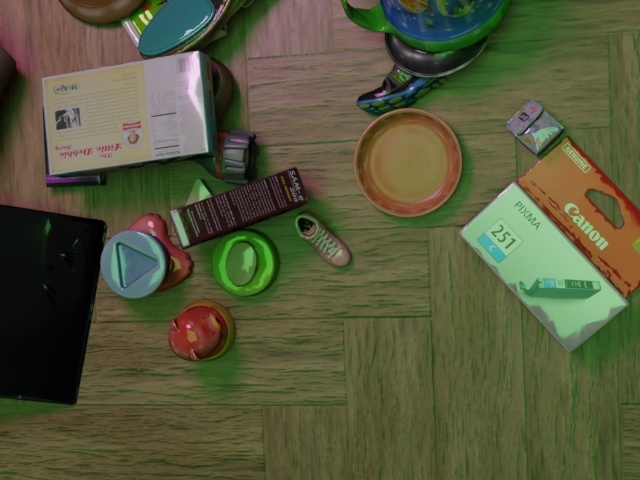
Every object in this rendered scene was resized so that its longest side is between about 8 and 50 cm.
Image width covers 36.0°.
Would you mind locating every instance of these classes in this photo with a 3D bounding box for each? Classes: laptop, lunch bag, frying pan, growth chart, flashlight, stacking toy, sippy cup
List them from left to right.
[{"bbox_3d":[-0.683,0.101,2.000,0.408,0.236,0.381,15,96,39],"label":"laptop"},{"bbox_3d":[-0.298,-0.482,1.891,0.237,0.021,0.172,-41,84,12],"label":"growth chart"},{"bbox_3d":[-0.274,-0.168,1.862,0.304,0.103,0.103,6,92,10],"label":"flashlight"},{"bbox_3d":[-0.248,0.057,1.855,0.309,0.130,0.279,45,100,5],"label":"stacking toy"},{"bbox_3d":[0.189,-0.469,1.637,0.240,0.224,0.305,34,84,28],"label":"sippy cup"},{"bbox_3d":[0.266,-0.403,1.738,0.326,0.053,0.197,-18,65,15],"label":"frying pan"},{"bbox_3d":[0.381,-0.201,1.757,0.071,0.053,0.083,-44,75,9],"label":"lunch bag"}]

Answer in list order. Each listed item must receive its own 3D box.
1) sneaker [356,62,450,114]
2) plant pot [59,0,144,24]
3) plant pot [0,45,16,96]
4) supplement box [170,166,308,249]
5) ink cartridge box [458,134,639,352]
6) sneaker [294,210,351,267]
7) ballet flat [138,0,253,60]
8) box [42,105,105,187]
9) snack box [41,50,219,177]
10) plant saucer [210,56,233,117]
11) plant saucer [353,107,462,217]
[{"bbox_3d":[0.151,-0.292,1.799,0.188,0.067,0.078,-30,66,13],"label":"sneaker"},{"bbox_3d":[-0.424,-0.536,1.893,0.236,0.032,0.236,0,90,17],"label":"plant pot"},{"bbox_3d":[-0.741,-0.296,1.868,0.323,0.323,0.280,39,82,7],"label":"plant pot"},{"bbox_3d":[-0.150,-0.057,1.793,0.240,0.130,0.073,-21,91,-8],"label":"supplement box"},{"bbox_3d":[0.440,0.005,1.750,0.261,0.066,0.296,-44,85,11],"label":"ink cartridge box"},{"bbox_3d":[0.000,0.000,1.834,0.051,0.070,0.134,-43,86,8],"label":"sneaker"},{"bbox_3d":[-0.188,-0.444,1.826,0.123,0.123,0.348,45,100,6],"label":"ballet flat"},{"bbox_3d":[-0.485,-0.187,1.940,0.116,0.029,0.162,-1,94,10],"label":"box"},{"bbox_3d":[-0.351,-0.227,1.805,0.322,0.060,0.187,-6,86,15],"label":"snack box"},{"bbox_3d":[-0.249,-0.286,1.850,0.169,0.029,0.168,-4,64,8],"label":"plant saucer"},{"bbox_3d":[0.161,-0.142,1.811,0.200,0.037,0.199,0,92,11],"label":"plant saucer"}]
